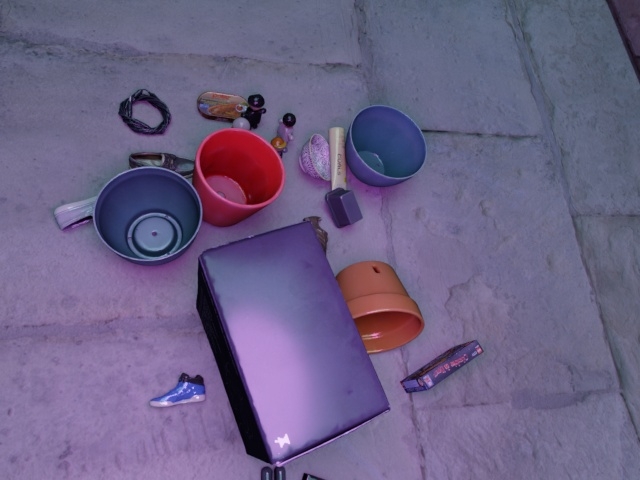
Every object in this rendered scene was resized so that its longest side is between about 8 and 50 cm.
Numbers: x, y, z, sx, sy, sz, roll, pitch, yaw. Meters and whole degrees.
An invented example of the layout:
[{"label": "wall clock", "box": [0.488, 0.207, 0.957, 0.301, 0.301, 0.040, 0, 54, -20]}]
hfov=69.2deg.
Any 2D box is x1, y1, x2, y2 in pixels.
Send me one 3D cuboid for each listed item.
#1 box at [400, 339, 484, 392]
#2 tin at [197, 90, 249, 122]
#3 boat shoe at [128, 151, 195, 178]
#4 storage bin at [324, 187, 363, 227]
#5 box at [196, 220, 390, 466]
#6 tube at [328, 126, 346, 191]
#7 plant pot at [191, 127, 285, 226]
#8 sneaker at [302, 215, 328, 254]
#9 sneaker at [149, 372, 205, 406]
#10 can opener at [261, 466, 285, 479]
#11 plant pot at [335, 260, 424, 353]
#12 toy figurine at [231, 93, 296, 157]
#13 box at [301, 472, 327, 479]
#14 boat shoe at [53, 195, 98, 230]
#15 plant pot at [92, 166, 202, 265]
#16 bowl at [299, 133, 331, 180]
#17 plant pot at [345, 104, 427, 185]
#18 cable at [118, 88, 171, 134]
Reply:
[{"label": "box", "box": [0.379, 0.398, 1.459, 0.233, 0.159, 0.044, -26, 77, -22]}, {"label": "tin", "box": [-0.354, -0.488, 1.698, 0.189, 0.040, 0.106, 6, 71, -11]}, {"label": "boat shoe", "box": [-0.521, -0.254, 1.542, 0.223, 0.073, 0.080, 1, 69, -13]}, {"label": "storage bin", "box": [0.092, -0.115, 1.602, 0.098, 0.091, 0.135, -28, 105, -22]}, {"label": "box", "box": [-0.115, 0.279, 1.213, 0.297, 0.472, 0.480, -18, 75, -20]}, {"label": "tube", "box": [0.065, -0.286, 1.678, 0.070, 0.062, 0.240, 0, 83, -12]}, {"label": "plant pot", "box": [-0.283, -0.176, 1.456, 0.274, 0.243, 0.275, 12, 64, -26]}, {"label": "sneaker", "box": [0.000, 0.000, 1.574, 0.071, 0.066, 0.189, -13, 73, -19]}, {"label": "sneaker", "box": [-0.404, 0.419, 1.311, 0.152, 0.058, 0.085, -2, 75, -19]}, {"label": "can opener", "box": [-0.119, 0.757, 1.228, 0.075, 0.095, 0.284, 2, 69, -14]}, {"label": "plant pot", "box": [0.155, 0.199, 1.434, 0.290, 0.291, 0.204, 2, 52, -13]}, {"label": "toy figurine", "box": [-0.196, -0.383, 1.617, 0.209, 0.148, 0.213, 25, 54, -3]}, {"label": "box", "box": [-0.010, 0.692, 1.299, 0.083, 0.062, 0.052, 21, 64, -5]}, {"label": "boat shoe", "box": [-0.697, -0.087, 1.438, 0.227, 0.079, 0.081, -19, 84, -15]}, {"label": "plant pot", "box": [-0.507, -0.047, 1.397, 0.292, 0.196, 0.293, 5, 68, -13]}, {"label": "bowl", "box": [-0.024, -0.288, 1.659, 0.080, 0.170, 0.170, -13, 65, 28]}, {"label": "plant pot", "box": [0.206, -0.308, 1.670, 0.290, 0.195, 0.290, 7, 67, -17]}, {"label": "cable", "box": [-0.608, -0.439, 1.610, 0.150, 0.047, 0.184, -37, 82, -24]}]
